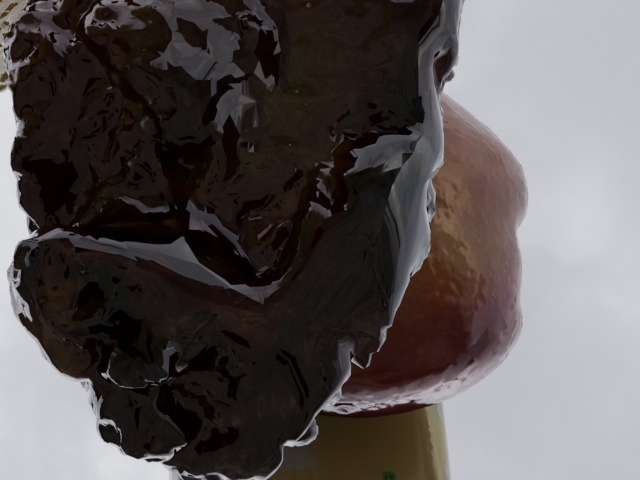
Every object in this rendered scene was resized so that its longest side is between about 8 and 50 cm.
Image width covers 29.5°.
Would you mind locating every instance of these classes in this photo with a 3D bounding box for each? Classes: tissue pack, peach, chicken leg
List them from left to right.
[{"bbox_3d":[-0.033,-0.117,0.428,0.157,0.407,0.096,1,-21,-19],"label":"chicken leg"},{"bbox_3d":[-0.012,0.110,0.815,0.186,0.222,0.090,-2,-26,-2],"label":"tissue pack"},{"bbox_3d":[0.000,0.000,0.700,0.243,0.243,0.200,15,-52,-6],"label":"peach"}]

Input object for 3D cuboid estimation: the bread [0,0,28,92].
[{"bbox_3d":[-0.204,-0.176,0.687,0.174,0.245,0.121,-44,-103,-3],"label":"bread"}]
